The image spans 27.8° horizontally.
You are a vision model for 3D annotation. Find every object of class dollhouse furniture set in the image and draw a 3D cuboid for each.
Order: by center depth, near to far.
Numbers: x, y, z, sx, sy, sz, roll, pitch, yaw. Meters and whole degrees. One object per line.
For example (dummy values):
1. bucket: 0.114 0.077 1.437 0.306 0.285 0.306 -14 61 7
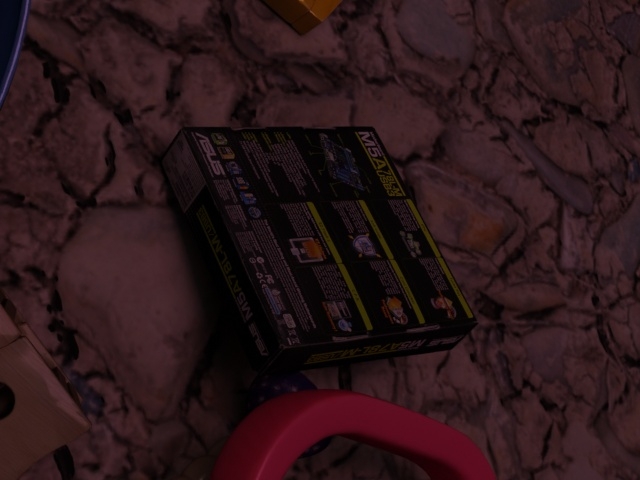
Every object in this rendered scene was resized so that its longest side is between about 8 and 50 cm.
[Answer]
1. dollhouse furniture set: -0.243 0.099 0.721 0.184 0.129 0.129 -36 97 -10

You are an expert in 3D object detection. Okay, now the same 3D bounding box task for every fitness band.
1. fitness band: 0.029 0.212 0.859 0.291 0.054 0.209 27 71 -46

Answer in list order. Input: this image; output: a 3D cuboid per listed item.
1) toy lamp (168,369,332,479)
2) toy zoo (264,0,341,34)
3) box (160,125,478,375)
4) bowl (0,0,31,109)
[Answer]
1. toy lamp: -0.102 0.176 0.809 0.275 0.080 0.080 -32 94 -41
2. toy zoo: -0.047 -0.300 1.055 0.293 0.030 0.192 39 54 -20
3. box: 0.000 0.000 0.938 0.184 0.045 0.190 -3 56 -41
4. bowl: -0.347 -0.148 0.658 0.391 0.077 0.391 1 87 -20
